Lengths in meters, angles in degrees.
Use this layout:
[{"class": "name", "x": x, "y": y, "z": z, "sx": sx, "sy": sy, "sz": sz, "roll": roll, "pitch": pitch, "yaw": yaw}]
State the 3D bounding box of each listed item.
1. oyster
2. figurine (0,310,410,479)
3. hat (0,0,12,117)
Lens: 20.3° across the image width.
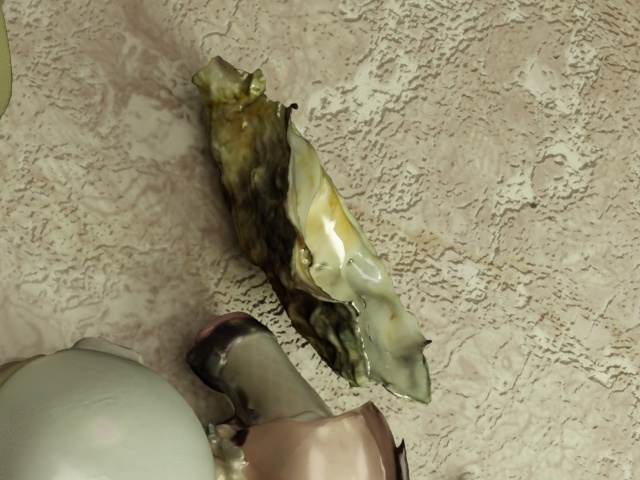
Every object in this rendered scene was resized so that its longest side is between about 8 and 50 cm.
[{"class": "oyster", "x": -0.009, "y": 0.006, "z": 1.453, "sx": 0.100, "sy": 0.271, "sz": 0.275, "roll": -30, "pitch": 130, "yaw": 2}, {"class": "figurine", "x": -0.138, "y": 0.181, "z": 1.331, "sx": 0.361, "sy": 0.211, "sz": 0.253, "roll": -4, "pitch": 76, "yaw": -33}, {"class": "hat", "x": -0.298, "y": -0.161, "z": 1.347, "sx": 0.147, "sy": 0.085, "sz": 0.175, "roll": -17, "pitch": 93, "yaw": 2}]
